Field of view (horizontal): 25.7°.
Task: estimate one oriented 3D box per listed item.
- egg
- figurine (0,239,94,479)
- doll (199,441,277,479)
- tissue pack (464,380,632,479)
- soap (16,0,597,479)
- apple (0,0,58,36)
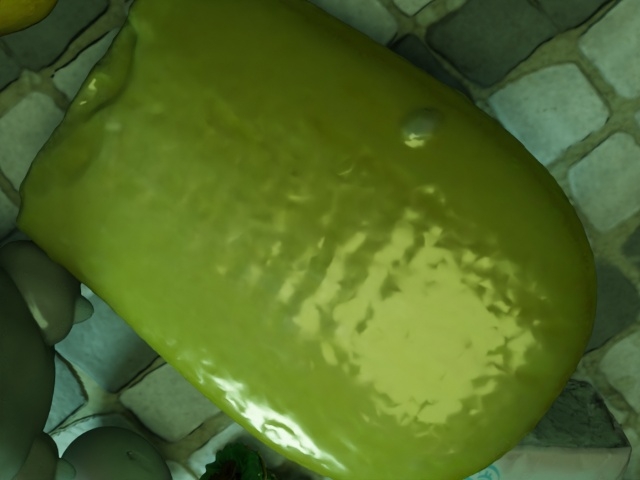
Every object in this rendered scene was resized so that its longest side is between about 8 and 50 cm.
[{"bbox_3d":[-0.178,0.225,1.225,0.103,0.103,0.135,-14,117,5],"label":"egg"},{"bbox_3d":[-0.373,0.097,1.093,0.380,0.203,0.248,7,84,-5],"label":"figurine"},{"bbox_3d":[-0.050,0.240,1.251,0.113,0.077,0.078,41,100,-20],"label":"doll"},{"bbox_3d":[0.131,0.253,1.223,0.201,0.124,0.271,5,117,-25],"label":"tissue pack"},{"bbox_3d":[0.000,-0.001,1.066,0.427,0.115,0.306,39,97,3],"label":"soap"},{"bbox_3d":[-0.247,-0.280,0.827,0.384,0.374,0.374,4,118,15],"label":"apple"}]
